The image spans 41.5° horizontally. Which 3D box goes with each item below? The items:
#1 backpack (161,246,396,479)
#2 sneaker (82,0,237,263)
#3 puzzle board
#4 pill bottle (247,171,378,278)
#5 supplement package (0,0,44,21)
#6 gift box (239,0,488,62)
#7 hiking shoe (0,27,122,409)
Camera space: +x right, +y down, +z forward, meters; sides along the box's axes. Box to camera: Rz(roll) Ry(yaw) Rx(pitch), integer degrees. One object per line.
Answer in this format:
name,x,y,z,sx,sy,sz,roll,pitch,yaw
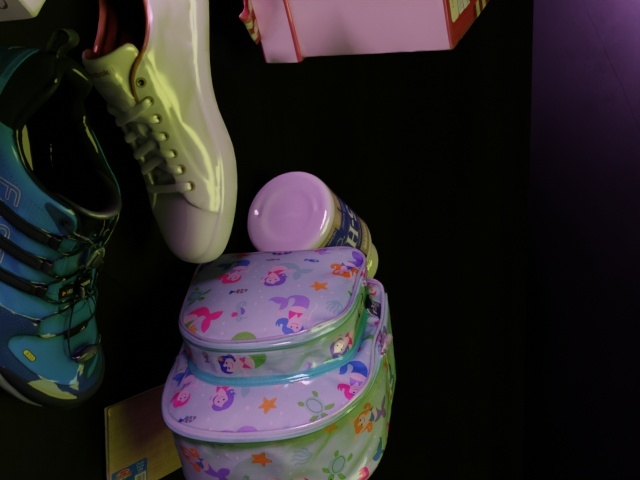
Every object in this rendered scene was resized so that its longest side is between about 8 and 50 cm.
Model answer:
backpack,-0.039,0.127,0.824,0.254,0.225,0.191,-78,161,-54
sneaker,-0.158,-0.114,0.763,0.123,0.105,0.290,-17,101,-51
puzzle board,-0.173,0.197,0.853,0.128,0.011,0.097,-13,106,-61
pill bottle,0.000,0.000,1.047,0.186,0.112,0.112,38,61,-58
supplement package,-0.257,-0.270,0.430,0.263,0.199,0.198,53,48,-51
gift box,0.031,-0.342,0.902,0.276,0.258,0.255,-48,134,-48
hiking shoe,-0.208,0.003,0.629,0.113,0.132,0.304,-44,131,-52
